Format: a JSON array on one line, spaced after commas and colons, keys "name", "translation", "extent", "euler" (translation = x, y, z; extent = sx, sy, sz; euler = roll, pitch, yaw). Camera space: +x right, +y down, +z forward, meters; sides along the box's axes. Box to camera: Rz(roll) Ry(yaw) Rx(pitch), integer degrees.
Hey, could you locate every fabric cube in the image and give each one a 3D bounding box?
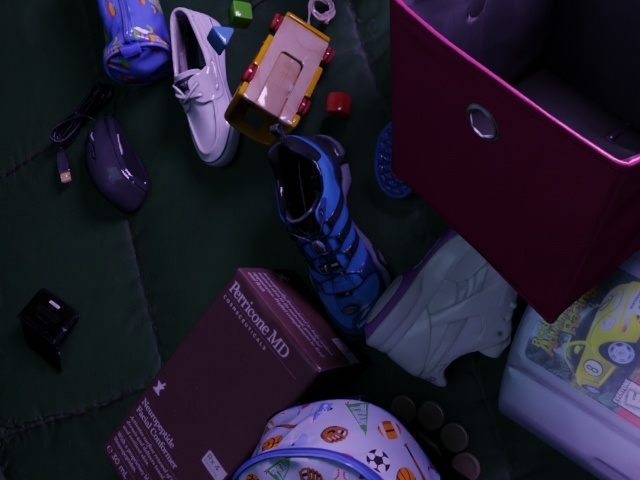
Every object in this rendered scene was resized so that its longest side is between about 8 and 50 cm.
[{"name": "fabric cube", "translation": [0.234, -0.130, 0.649], "extent": [0.259, 0.258, 0.254], "euler": [-35, 62, -15]}]

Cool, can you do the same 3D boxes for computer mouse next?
[{"name": "computer mouse", "translation": [-0.415, -0.143, 1.241], "extent": [0.184, 0.060, 0.262], "euler": [-35, 69, 25]}]

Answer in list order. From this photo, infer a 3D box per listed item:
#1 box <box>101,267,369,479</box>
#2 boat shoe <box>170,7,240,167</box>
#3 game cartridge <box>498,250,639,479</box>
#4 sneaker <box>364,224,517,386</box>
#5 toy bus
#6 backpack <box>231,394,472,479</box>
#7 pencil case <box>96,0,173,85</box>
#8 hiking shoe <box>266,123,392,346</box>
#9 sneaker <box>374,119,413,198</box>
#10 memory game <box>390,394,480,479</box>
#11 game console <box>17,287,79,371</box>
[{"name": "box", "translation": [-0.130, 0.239, 0.991], "extent": [0.191, 0.143, 0.381], "euler": [47, 109, 26]}, {"name": "boat shoe", "translation": [-0.196, -0.241, 1.093], "extent": [0.095, 0.084, 0.258], "euler": [-20, 76, 30]}, {"name": "game cartridge", "translation": [0.326, 0.106, 0.761], "extent": [0.196, 0.060, 0.294], "euler": [32, 104, 34]}, {"name": "sneaker", "translation": [0.196, 0.045, 0.833], "extent": [0.152, 0.114, 0.305], "euler": [41, 103, -2]}, {"name": "toy bus", "translation": [-0.059, -0.235, 0.991], "extent": [0.104, 0.202, 0.190], "euler": [-33, 75, 59]}, {"name": "backpack", "translation": [0.024, 0.321, 0.796], "extent": [0.277, 0.213, 0.263], "euler": [-26, 97, 28]}, {"name": "pencil case", "translation": [-0.333, -0.419, 1.168], "extent": [0.120, 0.133, 0.306], "euler": [-18, 77, 5]}, {"name": "hiking shoe", "translation": [0.000, 0.000, 0.921], "extent": [0.113, 0.132, 0.304], "euler": [-26, 78, 28]}, {"name": "sneaker", "translation": [0.138, -0.164, 0.888], "extent": [0.081, 0.090, 0.232], "euler": [32, 125, 29]}, {"name": "memory game", "translation": [0.120, 0.294, 0.901], "extent": [0.186, 0.012, 0.186], "euler": [-3, 85, 32]}, {"name": "game console", "translation": [-0.507, 0.167, 1.308], "extent": [0.122, 0.071, 0.107], "euler": [26, 71, 30]}]
